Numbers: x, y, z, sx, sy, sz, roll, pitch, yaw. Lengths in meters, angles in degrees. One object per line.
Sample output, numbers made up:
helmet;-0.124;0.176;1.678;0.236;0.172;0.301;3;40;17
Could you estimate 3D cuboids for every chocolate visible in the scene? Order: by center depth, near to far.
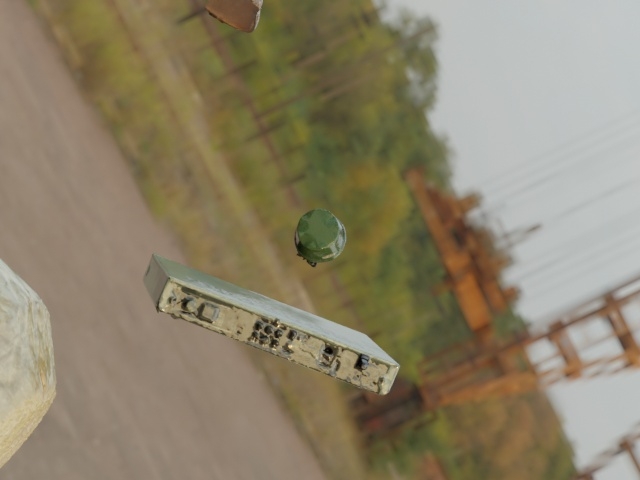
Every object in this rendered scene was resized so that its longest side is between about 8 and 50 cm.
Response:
chocolate;-0.092;-0.268;2.027;0.065;0.031;0.100;27;-16;0

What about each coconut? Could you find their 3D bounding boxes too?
coconut;-0.418;0.097;1.752;0.329;0.329;0.328;-25;90;-90

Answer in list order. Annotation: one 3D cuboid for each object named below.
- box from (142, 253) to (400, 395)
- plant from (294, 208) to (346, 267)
box;-0.059;0.091;1.990;0.270;0.045;0.211;21;4;-14
plant;0.000;0.000;1.767;0.102;0.051;0.051;85;-20;-77
